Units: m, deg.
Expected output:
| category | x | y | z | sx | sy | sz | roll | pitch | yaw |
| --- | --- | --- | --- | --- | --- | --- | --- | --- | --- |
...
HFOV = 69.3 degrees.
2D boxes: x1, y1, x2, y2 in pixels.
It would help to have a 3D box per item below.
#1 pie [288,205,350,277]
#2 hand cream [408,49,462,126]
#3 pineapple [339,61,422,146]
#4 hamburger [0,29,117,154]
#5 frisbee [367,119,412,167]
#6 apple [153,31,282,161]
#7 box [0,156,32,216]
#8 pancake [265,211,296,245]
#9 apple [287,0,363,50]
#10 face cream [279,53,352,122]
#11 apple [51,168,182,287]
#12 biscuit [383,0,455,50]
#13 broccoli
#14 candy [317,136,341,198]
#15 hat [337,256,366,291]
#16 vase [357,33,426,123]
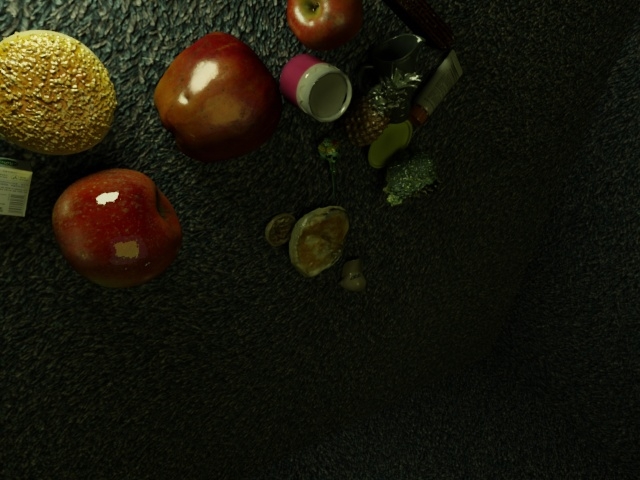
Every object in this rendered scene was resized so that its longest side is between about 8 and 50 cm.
| category | x | y | z | sx | sy | sz | roll | pitch | yaw |
| --- | --- | --- | --- | --- | --- | --- | --- | --- | --- |
| pie | 0.001 | 0.000 | 1.956 | 0.339 | 0.077 | 0.339 | -26 | 136 | -27 |
| hand cream | 0.465 | -0.610 | 1.870 | 0.314 | 0.089 | 0.140 | -49 | 138 | -3 |
| pineapple | 0.211 | -0.479 | 1.622 | 0.169 | 0.169 | 0.340 | -3 | 157 | -36 |
| hamburger | -0.654 | -0.355 | 1.129 | 0.302 | 0.170 | 0.302 | -21 | 131 | -26 |
| frisbee | 0.285 | -0.399 | 1.904 | 0.236 | 0.017 | 0.236 | -28 | 147 | -21 |
| apple | -0.302 | -0.412 | 1.401 | 0.365 | 0.295 | 0.329 | -36 | 98 | -12 |
| box | -0.867 | -0.145 | 1.193 | 0.194 | 0.073 | 0.139 | 6 | 117 | -40 |
| pancake | -0.156 | -0.042 | 1.853 | 0.151 | 0.025 | 0.151 | -25 | 133 | -29 |
| apple | 0.017 | -0.683 | 1.385 | 0.230 | 0.230 | 0.230 | -20 | 131 | -25 |
| face cream | -0.016 | -0.494 | 1.502 | 0.175 | 0.195 | 0.175 | -21 | 133 | -25 |
| apple | -0.565 | -0.035 | 1.320 | 0.277 | 0.348 | 0.348 | -24 | 134 | -3 |
| biscuit | 0.331 | -0.791 | 1.613 | 0.388 | 0.107 | 0.073 | 18 | 109 | -44 |
| broccoli | 0.389 | -0.247 | 1.994 | 0.243 | 0.247 | 0.263 | 106 | 3 | -77 |
| candy | 0.042 | -0.273 | 1.813 | 0.091 | 0.083 | 0.305 | -30 | 143 | -19 |
| hat | 0.165 | 0.165 | 2.212 | 0.147 | 0.085 | 0.175 | -18 | 131 | -25 |
| vase | 0.263 | -0.579 | 1.707 | 0.251 | 0.156 | 0.301 | -11 | 139 | 3 |
